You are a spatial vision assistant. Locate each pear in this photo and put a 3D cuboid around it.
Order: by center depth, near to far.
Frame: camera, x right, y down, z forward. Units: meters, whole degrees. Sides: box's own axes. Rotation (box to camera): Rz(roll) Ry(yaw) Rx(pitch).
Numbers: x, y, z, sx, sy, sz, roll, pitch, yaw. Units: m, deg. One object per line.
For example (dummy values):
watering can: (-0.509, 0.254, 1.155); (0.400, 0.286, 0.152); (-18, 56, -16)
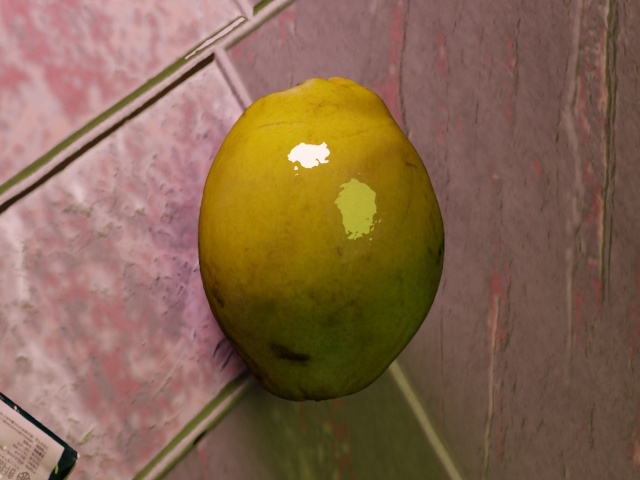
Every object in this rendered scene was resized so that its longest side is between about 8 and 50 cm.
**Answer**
pear: (0.000, 0.000, 1.150); (0.212, 0.212, 0.269); (-4, 92, -43)

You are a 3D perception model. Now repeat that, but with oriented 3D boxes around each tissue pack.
tissue pack: (-0.263, 0.140, 0.959); (0.170, 0.090, 0.103); (44, 55, -26)
